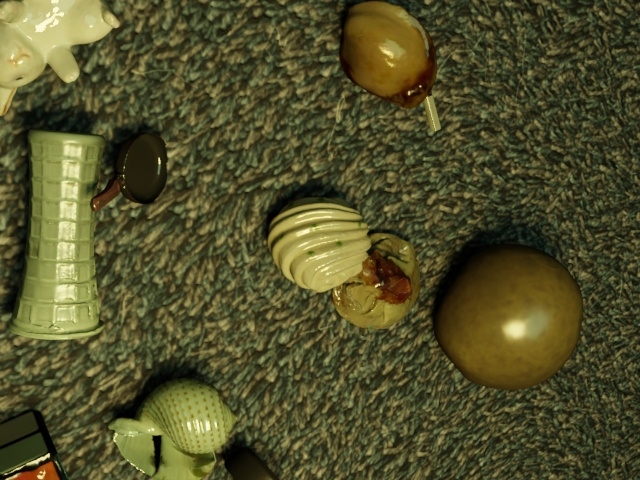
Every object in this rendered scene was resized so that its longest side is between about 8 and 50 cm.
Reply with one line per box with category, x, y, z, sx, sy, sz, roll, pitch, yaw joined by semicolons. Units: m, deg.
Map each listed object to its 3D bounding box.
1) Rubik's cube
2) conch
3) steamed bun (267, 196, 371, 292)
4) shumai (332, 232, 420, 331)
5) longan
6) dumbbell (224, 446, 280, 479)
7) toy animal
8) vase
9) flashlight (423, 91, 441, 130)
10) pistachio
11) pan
Rubik's cube;-0.474;0.395;1.240;0.180;0.167;0.183;-24;112;-21
conch;-0.242;0.306;1.373;0.200;0.131;0.172;9;127;8
steamed bun;0.000;0.000;1.410;0.183;0.106;0.182;2;70;-5
shumai;0.126;0.080;1.532;0.201;0.120;0.201;-5;101;-27
longan;0.372;0.154;1.606;0.297;0.297;0.297;-7;105;-28
dumbbell;-0.163;0.495;1.446;0.218;0.152;0.152;-42;118;-15
toy animal;-0.413;-0.273;1.132;0.282;0.138;0.140;-48;124;-10
vase;-0.385;-0.013;1.215;0.143;0.143;0.298;1;99;-30
flashlight;0.211;-0.252;1.558;0.018;0.018;0.083;-27;113;-20
pistachio;0.120;-0.327;1.428;0.210;0.165;0.130;55;35;-15
pan;-0.298;-0.092;1.239;0.212;0.040;0.114;-51;141;-56
